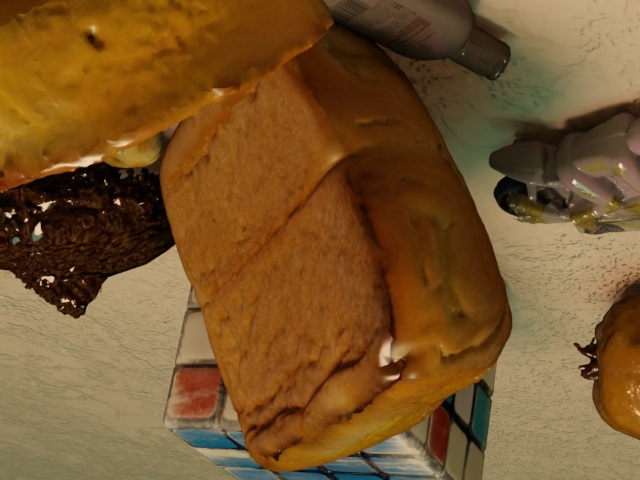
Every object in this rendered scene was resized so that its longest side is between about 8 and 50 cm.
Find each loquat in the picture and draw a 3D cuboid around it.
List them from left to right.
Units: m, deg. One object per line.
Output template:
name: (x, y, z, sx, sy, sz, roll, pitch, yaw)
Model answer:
loquat: (0.374, 0.136, 1.403, 0.234, 0.176, 0.187, 15, 157, 14)

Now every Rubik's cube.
Rubik's cube: (0.023, 0.117, 1.396, 0.259, 0.253, 0.256, -1, 153, 25)

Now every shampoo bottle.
shampoo bottle: (0.070, -0.166, 1.021, 0.165, 0.040, 0.080, 22, 152, -27)

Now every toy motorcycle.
toy motorcycle: (0.254, -0.057, 1.154, 0.225, 0.073, 0.152, 1, 153, 14)

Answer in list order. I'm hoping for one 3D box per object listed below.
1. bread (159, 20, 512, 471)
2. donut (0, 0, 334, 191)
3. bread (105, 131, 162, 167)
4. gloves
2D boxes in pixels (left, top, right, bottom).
bread: (0.007, -0.001, 1.116, 0.148, 0.328, 0.337, -11, 160, -30)
donut: (-0.147, -0.138, 0.924, 0.303, 0.303, 0.110, -9, 113, 35)
bread: (-0.254, -0.162, 1.098, 0.077, 0.084, 0.367, -37, 137, 14)
gloves: (-0.276, -0.026, 1.275, 0.312, 0.135, 0.210, 10, 158, 0)
